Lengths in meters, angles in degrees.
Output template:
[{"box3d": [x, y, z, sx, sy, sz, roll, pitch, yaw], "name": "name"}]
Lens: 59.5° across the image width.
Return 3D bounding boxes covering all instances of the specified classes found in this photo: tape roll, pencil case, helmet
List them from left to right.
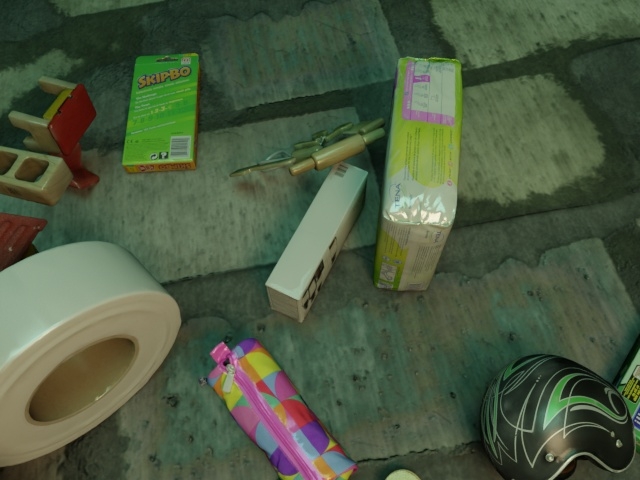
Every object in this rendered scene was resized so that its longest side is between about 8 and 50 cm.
[{"box3d": [-0.317, 0.139, 0.693, 0.286, 0.286, 0.100, -41, 69, -18], "name": "tape roll"}, {"box3d": [-0.058, 0.238, 0.740, 0.104, 0.104, 0.236, -38, 68, -17], "name": "pencil case"}, {"box3d": [0.281, 0.228, 0.702, 0.161, 0.169, 0.170, 11, 61, -11], "name": "helmet"}]

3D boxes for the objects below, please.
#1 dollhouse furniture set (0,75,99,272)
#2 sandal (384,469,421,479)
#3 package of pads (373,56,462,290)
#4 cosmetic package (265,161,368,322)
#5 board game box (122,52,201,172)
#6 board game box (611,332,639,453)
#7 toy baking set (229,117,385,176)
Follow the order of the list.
[{"box3d": [-0.412, -0.043, 0.850, 0.152, 0.201, 0.374, 12, 57, 8], "name": "dollhouse furniture set"}, {"box3d": [0.155, 0.385, 0.666, 0.088, 0.079, 0.240, -31, 66, -15], "name": "sandal"}, {"box3d": [0.144, -0.099, 0.841, 0.101, 0.229, 0.297, 6, 63, 5], "name": "package of pads"}, {"box3d": [0.000, 0.000, 0.867, 0.060, 0.099, 0.239, 24, 65, 11], "name": "cosmetic package"}, {"box3d": [-0.289, -0.243, 1.038, 0.124, 0.039, 0.260, -3, 64, -1], "name": "board game box"}, {"box3d": [0.555, 0.188, 0.782, 0.213, 0.046, 0.317, 34, 68, 19], "name": "board game box"}, {"box3d": [-0.016, -0.142, 0.919, 0.256, 0.196, 0.030, -27, 109, -16], "name": "toy baking set"}]
